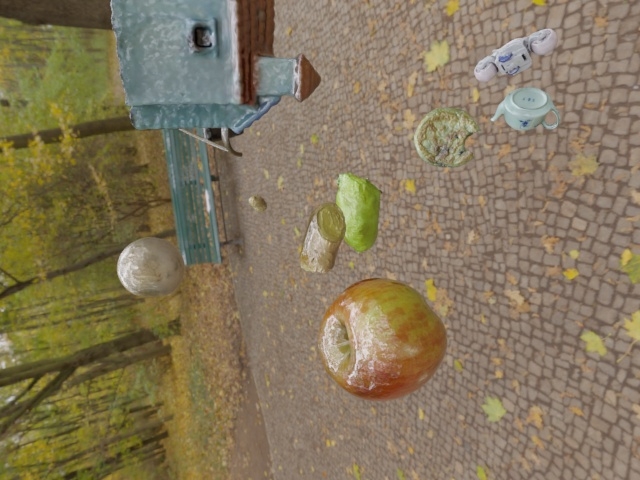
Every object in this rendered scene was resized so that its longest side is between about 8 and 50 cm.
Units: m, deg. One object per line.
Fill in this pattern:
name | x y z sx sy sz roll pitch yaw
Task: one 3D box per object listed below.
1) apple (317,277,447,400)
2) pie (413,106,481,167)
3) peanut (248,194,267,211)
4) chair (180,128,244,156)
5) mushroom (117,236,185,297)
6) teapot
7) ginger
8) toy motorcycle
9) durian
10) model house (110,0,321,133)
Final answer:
apple | 0.157 0.235 1.001 0.301 0.301 0.301 30 124 57
pie | 0.585 -0.480 1.933 0.067 0.302 0.302 -10 -89 -77
peanut | -0.155 -0.093 1.030 0.083 0.037 0.037 45 -154 -72
chair | -0.317 -0.401 1.321 0.272 0.166 0.188 33 137 28
mushroom | -0.552 0.090 1.383 0.209 0.206 0.206 74 -175 -86
teapot | 0.753 -0.464 1.520 0.232 0.159 0.159 17 119 21
ginger | 0.000 0.000 1.448 0.221 0.130 0.276 120 166 -45
toy motorcycle | 0.620 -0.600 1.333 0.254 0.112 0.112 -17 83 42
durian | 0.178 -0.115 1.839 0.204 0.256 0.340 -5 80 23
model house | -0.169 -0.342 0.735 0.252 0.329 0.295 -114 23 -68
